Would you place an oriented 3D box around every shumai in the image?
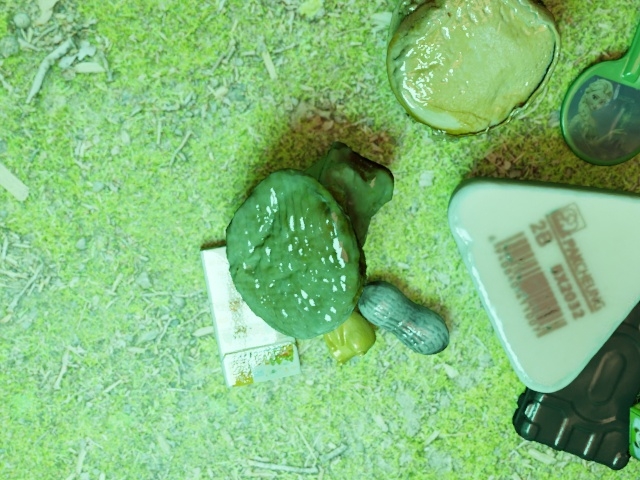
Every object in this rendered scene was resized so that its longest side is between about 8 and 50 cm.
[{"bbox_3d":[0.000,0.000,1.493,0.222,0.204,0.271,39,121,13],"label":"shumai"}]

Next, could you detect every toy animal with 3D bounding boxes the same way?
[{"bbox_3d":[0.020,0.108,1.570,0.070,0.083,0.159,-32,97,37],"label":"toy animal"}]

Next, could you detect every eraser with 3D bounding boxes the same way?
[{"bbox_3d":[0.319,0.018,1.511,0.332,0.150,0.331,1,95,9],"label":"eraser"}]

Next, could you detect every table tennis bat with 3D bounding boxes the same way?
[{"bbox_3d":[0.467,-0.238,1.568,0.161,0.039,0.257,20,101,-13],"label":"table tennis bat"}]

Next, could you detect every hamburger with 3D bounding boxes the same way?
[{"bbox_3d":[0.215,-0.263,1.453,0.243,0.146,0.286,-6,120,4],"label":"hamburger"}]

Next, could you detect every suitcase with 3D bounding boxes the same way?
[{"bbox_3d":[0.450,0.212,1.640,0.206,0.066,0.285,20,98,-10],"label":"suitcase"}]

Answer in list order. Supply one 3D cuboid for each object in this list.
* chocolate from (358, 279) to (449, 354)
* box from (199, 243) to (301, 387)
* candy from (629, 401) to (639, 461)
[{"bbox_3d":[0.131,0.121,1.579,0.167,0.072,0.072,35,95,-10],"label":"chocolate"},{"bbox_3d":[-0.107,0.110,1.565,0.122,0.032,0.220,-11,102,-6],"label":"box"},{"bbox_3d":[0.580,0.278,1.628,0.195,0.062,0.097,-24,122,-25],"label":"candy"}]
